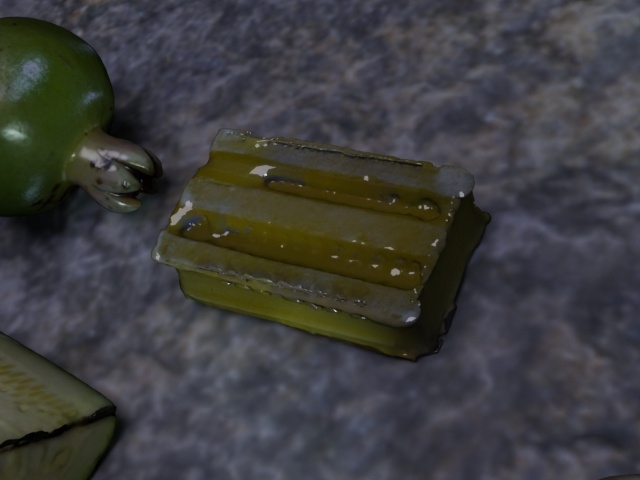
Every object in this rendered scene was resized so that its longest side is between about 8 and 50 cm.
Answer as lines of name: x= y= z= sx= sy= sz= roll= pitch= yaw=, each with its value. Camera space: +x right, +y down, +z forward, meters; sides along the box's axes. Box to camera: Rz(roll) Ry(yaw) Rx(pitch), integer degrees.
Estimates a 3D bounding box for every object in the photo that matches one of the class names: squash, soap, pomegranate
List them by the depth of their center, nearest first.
soap: x=0.000 y=-0.001 z=0.857 sx=0.233 sy=0.076 sz=0.135 roll=11 pitch=63 yaw=29
squash: x=-0.303 y=0.137 z=0.881 sx=0.252 sy=0.093 sz=0.169 roll=23 pitch=26 yaw=34
pomegranate: x=-0.242 y=-0.108 z=0.988 sx=0.210 sy=0.179 sz=0.179 roll=-1 pitch=56 yaw=4

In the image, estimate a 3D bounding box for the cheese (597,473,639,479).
cheese: x=0.165 y=0.232 z=0.524 sx=0.173 sy=0.248 sz=0.251 roll=35 pitch=83 yaw=39
